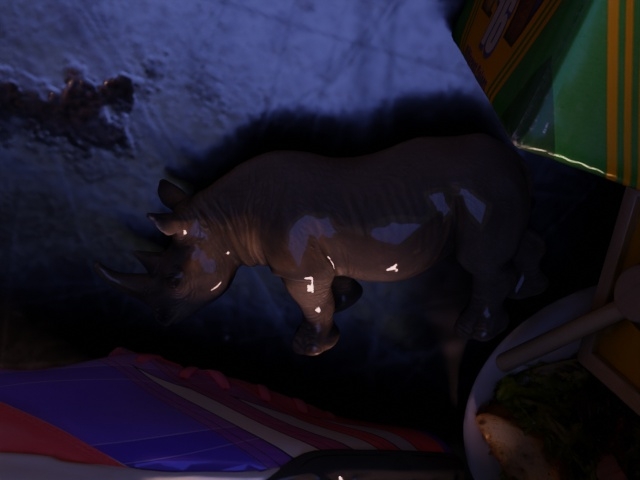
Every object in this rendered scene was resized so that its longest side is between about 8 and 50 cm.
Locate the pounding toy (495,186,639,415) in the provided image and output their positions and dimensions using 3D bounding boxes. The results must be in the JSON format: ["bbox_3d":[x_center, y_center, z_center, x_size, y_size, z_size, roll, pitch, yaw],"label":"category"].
[{"bbox_3d":[0.177,0.039,0.516,0.100,0.141,0.130,1,113,-23],"label":"pounding toy"}]

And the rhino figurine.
[{"bbox_3d":[0.000,0.000,0.552,0.243,0.073,0.106,-6,119,4],"label":"rhino figurine"}]

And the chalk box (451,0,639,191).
[{"bbox_3d":[0.198,-0.163,0.417,0.180,0.179,0.288,18,114,-9],"label":"chalk box"}]

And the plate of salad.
[{"bbox_3d":[0.186,0.115,0.620,0.200,0.048,0.199,0,114,0],"label":"plate of salad"}]

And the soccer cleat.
[{"bbox_3d":[-0.067,0.112,0.593,0.318,0.116,0.108,3,142,-20],"label":"soccer cleat"}]
